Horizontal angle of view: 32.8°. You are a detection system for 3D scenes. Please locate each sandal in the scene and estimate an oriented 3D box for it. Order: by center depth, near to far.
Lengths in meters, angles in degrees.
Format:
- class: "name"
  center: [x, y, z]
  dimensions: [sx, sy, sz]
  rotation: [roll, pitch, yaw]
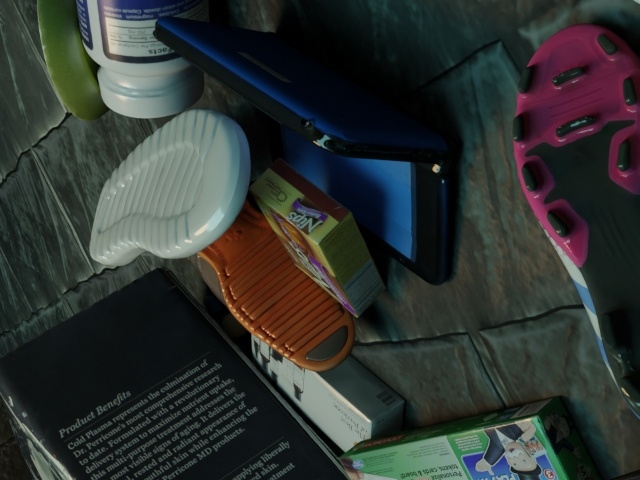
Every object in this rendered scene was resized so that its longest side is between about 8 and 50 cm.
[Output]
- class: "sandal"
  center: [-0.156, -0.050, 1.255]
  dimensions: [0.416, 0.102, 0.169]
  rotation: [-6, 71, 60]

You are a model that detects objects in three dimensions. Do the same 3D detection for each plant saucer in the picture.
- class: "plant saucer"
  center: [-0.279, -0.269, 1.343]
  dimensions: [0.037, 0.241, 0.241]
  rotation: [-1, 121, 13]

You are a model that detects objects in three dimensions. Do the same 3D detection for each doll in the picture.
- class: "doll"
  center: [-0.141, 0.142, 1.586]
  dimensions: [0.129, 0.046, 0.189]
  rotation: [57, 153, 6]

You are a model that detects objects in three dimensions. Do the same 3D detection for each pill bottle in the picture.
- class: "pill bottle"
  center: [-0.200, -0.280, 1.226]
  dimensions: [0.153, 0.153, 0.264]
  rotation: [39, 142, 35]

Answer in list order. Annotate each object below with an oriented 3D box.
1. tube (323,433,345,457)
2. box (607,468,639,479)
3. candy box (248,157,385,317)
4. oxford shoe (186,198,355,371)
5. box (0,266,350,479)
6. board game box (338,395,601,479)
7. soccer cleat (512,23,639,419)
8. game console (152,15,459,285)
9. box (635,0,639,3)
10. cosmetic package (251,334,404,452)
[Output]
- class: "tube"
  center: [0.073, 0.326, 1.399]
  dimensions: [0.240, 0.062, 0.070]
  rotation: [45, 105, 36]
- class: "box"
  center: [0.302, 0.169, 0.721]
  dimensions: [0.307, 0.243, 0.076]
  rotation: [-40, 64, 59]
- class: "candy box"
  center: [0.000, 0.000, 1.171]
  dimensions: [0.109, 0.053, 0.186]
  rotation: [39, 167, 28]
- class: "oxford shoe"
  center: [-0.071, 0.047, 1.355]
  dimensions: [0.363, 0.130, 0.132]
  rotation: [47, 165, 36]
- class: "box"
  center: [-0.190, 0.385, 1.546]
  dimensions: [0.472, 0.297, 0.479]
  rotation: [46, 152, 30]
- class: "board game box"
  center: [0.175, 0.296, 1.169]
  dimensions: [0.317, 0.046, 0.213]
  rotation: [-25, 94, 49]
- class: "soccer cleat"
  center: [0.231, -0.002, 0.795]
  dimensions: [0.116, 0.143, 0.331]
  rotation: [-26, 58, 27]
- class: "game console"
  center: [-0.018, -0.086, 1.098]
  dimensions: [0.293, 0.250, 0.173]
  rotation: [36, 115, 37]
- class: "box"
  center: [0.242, -0.227, 0.619]
  dimensions: [0.182, 0.119, 0.181]
  rotation: [43, 146, 31]
- class: "cosmetic package"
  center: [0.003, 0.182, 1.383]
  dimensions: [0.239, 0.060, 0.098]
  rotation: [37, 143, 37]
